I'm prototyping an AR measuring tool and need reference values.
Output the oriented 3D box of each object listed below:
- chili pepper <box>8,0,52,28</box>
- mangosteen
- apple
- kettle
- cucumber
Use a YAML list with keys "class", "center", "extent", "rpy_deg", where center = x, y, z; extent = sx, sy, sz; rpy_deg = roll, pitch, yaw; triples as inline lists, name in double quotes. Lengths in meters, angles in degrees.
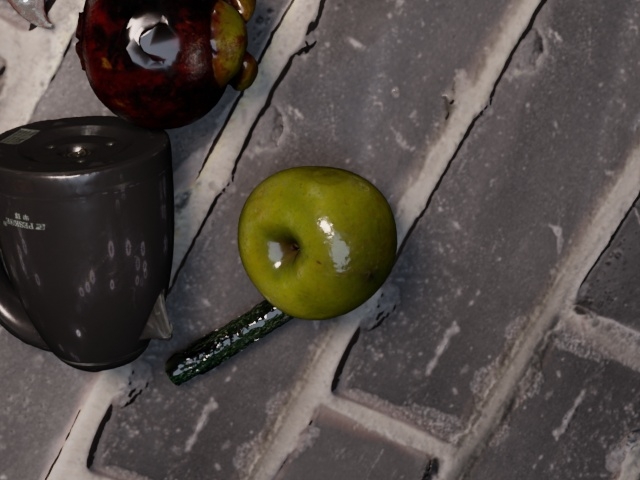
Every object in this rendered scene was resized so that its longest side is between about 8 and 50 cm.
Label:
- class: "chili pepper"
  center: [-0.347, -0.310, 1.221]
  extent: [0.050, 0.041, 0.153]
  rpy_deg: [-12, 128, 15]
- class: "mangosteen"
  center: [-0.169, -0.221, 1.198]
  extent: [0.209, 0.210, 0.210]
  rpy_deg: [-3, 108, -9]
- class: "apple"
  center: [0.000, 0.000, 1.305]
  extent: [0.157, 0.196, 0.196]
  rpy_deg: [-24, 118, -46]
- class: "kettle"
  center: [-0.297, 0.013, 1.273]
  extent: [0.268, 0.207, 0.290]
  rpy_deg: [8, 117, 19]
- class: "cucumber"
  center: [-0.088, 0.111, 1.403]
  extent: [0.256, 0.043, 0.044]
  rpy_deg: [-32, 115, 1]
